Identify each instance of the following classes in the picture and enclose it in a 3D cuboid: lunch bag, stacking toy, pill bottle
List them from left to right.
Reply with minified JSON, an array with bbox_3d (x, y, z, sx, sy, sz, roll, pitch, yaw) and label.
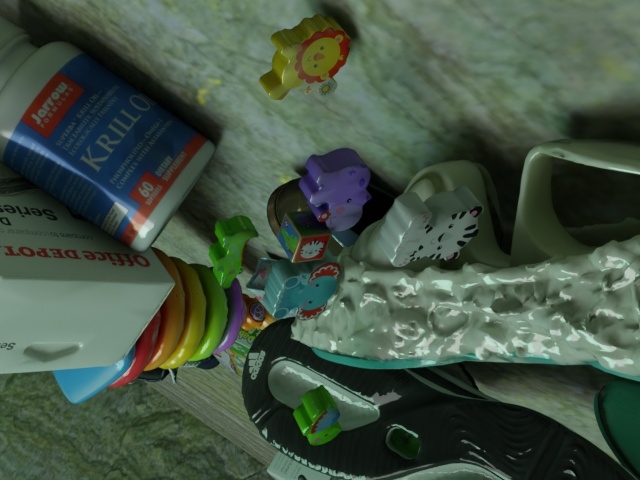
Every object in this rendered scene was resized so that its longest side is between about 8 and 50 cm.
[{"bbox_3d":[-0.216,-0.097,0.758,0.222,0.124,0.124,34,161,-8],"label":"pill bottle"},{"bbox_3d":[-0.154,0.086,1.008,0.302,0.175,0.166,5,151,-41],"label":"stacking toy"},{"bbox_3d":[-0.032,0.061,0.968,0.083,0.053,0.071,10,153,28],"label":"lunch bag"},{"bbox_3d":[0.000,0.000,0.526,0.167,0.052,0.221,58,141,36],"label":"stacking toy"}]

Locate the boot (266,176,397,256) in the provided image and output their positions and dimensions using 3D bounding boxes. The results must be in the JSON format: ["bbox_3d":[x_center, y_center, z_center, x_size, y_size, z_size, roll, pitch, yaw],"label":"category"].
[{"bbox_3d":[0.055,0.025,0.705,0.219,0.082,0.106,38,162,-11],"label":"boot"}]

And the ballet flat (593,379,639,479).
[{"bbox_3d":[0.320,0.186,0.720,0.087,0.083,0.247,-18,131,35],"label":"ballet flat"}]

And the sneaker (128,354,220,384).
[{"bbox_3d":[-0.248,0.194,1.433,0.099,0.153,0.282,-6,146,15],"label":"sneaker"}]

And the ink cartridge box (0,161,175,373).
[{"bbox_3d":[-0.295,-0.015,0.796,0.273,0.114,0.198,48,-157,28],"label":"ink cartridge box"}]

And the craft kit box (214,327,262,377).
[{"bbox_3d":[-0.077,0.190,1.347,0.247,0.061,0.250,21,158,23],"label":"craft kit box"}]

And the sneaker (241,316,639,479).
[{"bbox_3d":[0.166,0.195,0.798,0.448,0.169,0.257,30,-167,26],"label":"sneaker"}]

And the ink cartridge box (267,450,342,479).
[{"bbox_3d":[0.045,0.393,1.485,0.220,0.160,0.092,18,156,34],"label":"ink cartridge box"}]

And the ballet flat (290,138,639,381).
[{"bbox_3d":[0.127,0.007,0.513,0.409,0.147,0.147,-3,141,50],"label":"ballet flat"}]
